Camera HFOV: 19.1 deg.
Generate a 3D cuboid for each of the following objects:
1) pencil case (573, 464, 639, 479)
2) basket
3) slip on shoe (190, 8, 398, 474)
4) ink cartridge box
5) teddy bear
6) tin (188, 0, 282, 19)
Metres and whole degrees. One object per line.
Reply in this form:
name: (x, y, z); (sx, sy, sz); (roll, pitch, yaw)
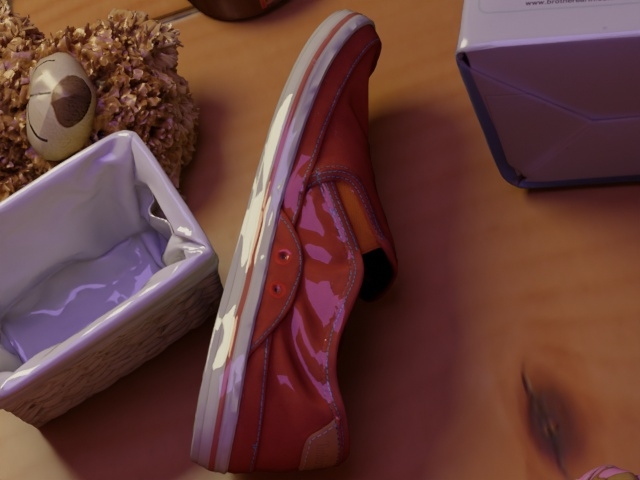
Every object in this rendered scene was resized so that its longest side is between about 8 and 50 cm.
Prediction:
pencil case: (0.001, 0.227, 0.988); (0.386, 0.167, 0.160); (-13, 95, 11)
basket: (-0.152, 0.029, 1.203); (0.167, 0.103, 0.113); (-33, 68, -4)
slip on shoe: (0.000, 0.000, 1.189); (0.101, 0.123, 0.331); (12, 58, 0)
ink cartridge box: (0.249, -0.239, 1.236); (0.270, 0.151, 0.395); (-2, 57, 17)
teddy bear: (-0.257, -0.078, 1.326); (0.338, 0.113, 0.245); (13, 63, 27)
tin: (-0.080, -0.234, 1.423); (0.106, 0.040, 0.190); (-40, 53, -6)
